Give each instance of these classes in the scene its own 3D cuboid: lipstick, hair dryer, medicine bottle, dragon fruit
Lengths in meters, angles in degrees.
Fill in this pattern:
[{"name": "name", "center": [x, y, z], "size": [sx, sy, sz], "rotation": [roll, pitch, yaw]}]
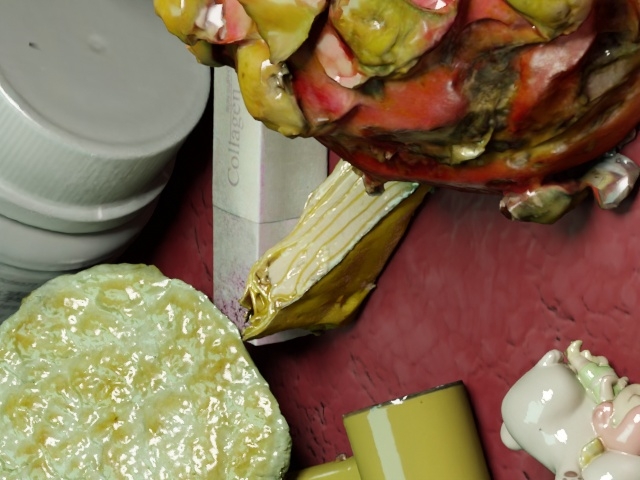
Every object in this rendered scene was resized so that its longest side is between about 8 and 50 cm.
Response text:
[{"name": "lipstick", "center": [-0.037, -0.083, 1.331], "size": [0.066, 0.068, 0.317], "rotation": [22, 116, 49]}, {"name": "hair dryer", "center": [0.032, 0.192, 1.307], "size": [0.279, 0.090, 0.135], "rotation": [-25, 81, 59]}, {"name": "medicine bottle", "center": [-0.245, -0.082, 1.461], "size": [0.306, 0.245, 0.245], "rotation": [-44, 64, 48]}, {"name": "dragon fruit", "center": [0.027, -0.162, 1.060], "size": [0.314, 0.263, 0.296], "rotation": [47, 133, 36]}]

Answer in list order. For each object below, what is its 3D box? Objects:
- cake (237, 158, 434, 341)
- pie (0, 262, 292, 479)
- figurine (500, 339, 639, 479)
[{"name": "cake", "center": [-0.002, -0.004, 1.272], "size": [0.079, 0.116, 0.185], "rotation": [61, 145, 26]}, {"name": "pie", "center": [-0.154, 0.148, 1.385], "size": [0.274, 0.105, 0.257], "rotation": [30, 101, 21]}, {"name": "figurine", "center": [0.177, 0.134, 1.085], "size": [0.146, 0.081, 0.098], "rotation": [50, 135, 34]}]
